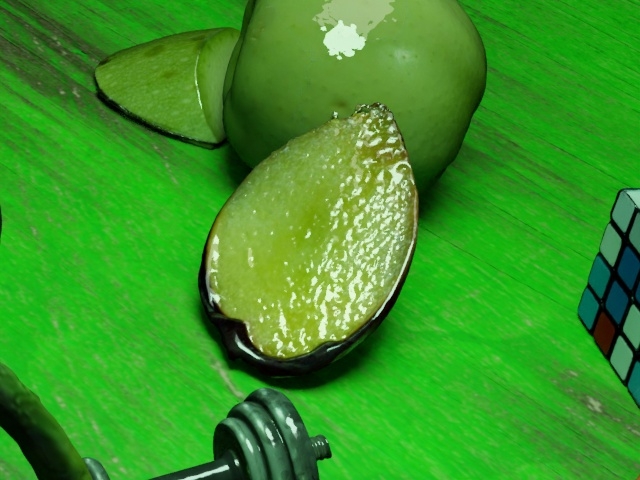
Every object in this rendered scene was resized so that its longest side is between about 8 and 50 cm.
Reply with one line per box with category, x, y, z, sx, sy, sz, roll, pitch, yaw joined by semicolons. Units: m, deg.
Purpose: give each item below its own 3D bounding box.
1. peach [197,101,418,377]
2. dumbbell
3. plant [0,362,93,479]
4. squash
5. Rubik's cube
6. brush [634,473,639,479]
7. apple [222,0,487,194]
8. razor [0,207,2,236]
peach;0.000;0.003;1.465;0.189;0.068;0.279;23;68;20
dumbbell;-0.110;0.182;1.202;0.255;0.110;0.110;-13;40;-23
plant;-0.169;0.239;0.898;0.251;0.333;0.180;25;48;-2
squash;-0.148;-0.194;1.774;0.184;0.085;0.192;21;32;12
Rubik's cube;0.349;0.051;1.503;0.155;0.151;0.154;-1;36;-21
brush;0.305;0.202;1.346;0.070;0.051;0.323;36;40;29
apple;0.029;-0.158;1.623;0.279;0.279;0.279;9;33;-6
razor;-0.306;0.102;1.024;0.113;0.349;0.204;38;40;24
